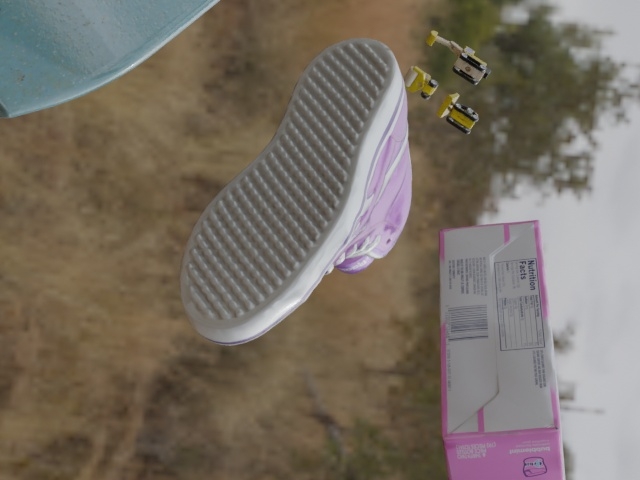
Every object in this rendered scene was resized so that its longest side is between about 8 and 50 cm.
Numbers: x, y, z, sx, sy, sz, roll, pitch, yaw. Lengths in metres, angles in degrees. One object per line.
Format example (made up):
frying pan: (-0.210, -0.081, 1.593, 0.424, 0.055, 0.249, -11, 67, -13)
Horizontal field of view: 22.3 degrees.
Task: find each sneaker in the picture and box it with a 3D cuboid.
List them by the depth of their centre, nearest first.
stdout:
sneaker: (0.001, 0.000, 1.200, 0.282, 0.102, 0.161, -56, 149, -34)

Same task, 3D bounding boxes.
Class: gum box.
gum box: (0.103, 0.082, 0.925, 0.188, 0.062, 0.107, -85, 167, -52)

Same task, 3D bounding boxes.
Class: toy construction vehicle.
toy construction vehicle: (0.149, -0.182, 1.846, 0.086, 0.098, 0.035, -62, 173, 35)

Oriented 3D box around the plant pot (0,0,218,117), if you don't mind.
plant pot: (-0.286, -0.249, 1.533, 0.252, 0.248, 0.247, -51, 122, -22)
